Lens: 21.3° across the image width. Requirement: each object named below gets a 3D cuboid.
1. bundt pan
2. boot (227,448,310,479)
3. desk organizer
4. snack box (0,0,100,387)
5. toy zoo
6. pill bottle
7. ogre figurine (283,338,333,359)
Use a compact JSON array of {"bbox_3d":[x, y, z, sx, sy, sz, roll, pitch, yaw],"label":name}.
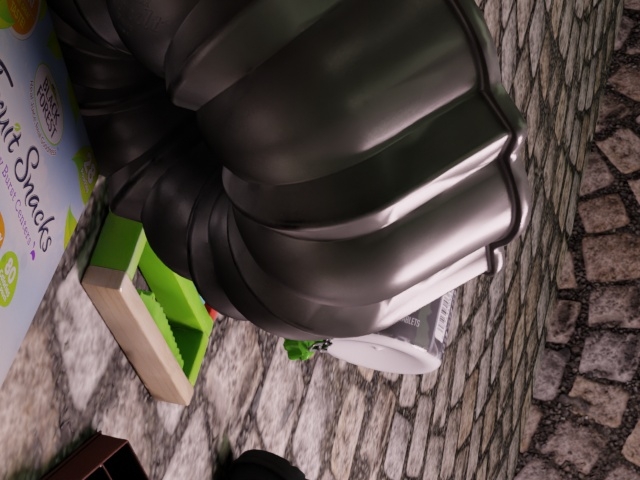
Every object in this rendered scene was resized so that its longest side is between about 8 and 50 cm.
[{"bbox_3d":[-0.049,-0.079,0.899,0.124,0.331,0.331,-38,146,-21],"label":"bundt pan"},{"bbox_3d":[-0.057,0.324,1.408,0.207,0.094,0.246,-35,104,-42],"label":"boot"},{"bbox_3d":[-0.148,0.170,1.101,0.130,0.050,0.047,-40,136,-68],"label":"desk organizer"},{"bbox_3d":[-0.186,-0.019,0.819,0.174,0.070,0.207,80,22,-51],"label":"snack box"},{"bbox_3d":[-0.088,-0.051,1.233,0.192,0.030,0.293,72,31,-59],"label":"toy zoo"},{"bbox_3d":[0.080,-0.001,1.686,0.130,0.130,0.245,60,41,-67],"label":"pill bottle"},{"bbox_3d":[0.000,0.000,1.476,0.118,0.097,0.197,7,59,-63],"label":"ogre figurine"}]
